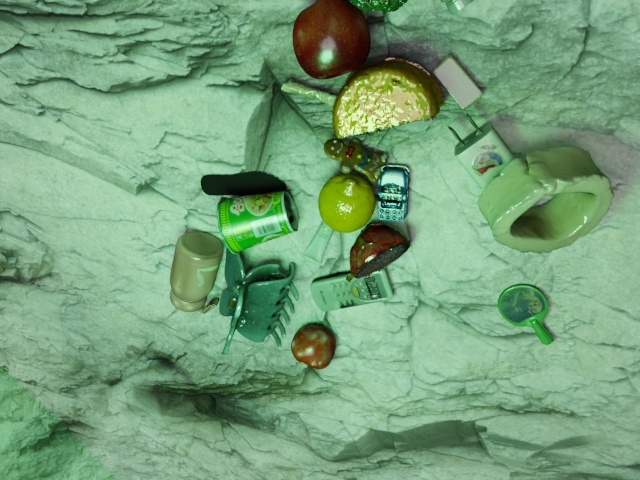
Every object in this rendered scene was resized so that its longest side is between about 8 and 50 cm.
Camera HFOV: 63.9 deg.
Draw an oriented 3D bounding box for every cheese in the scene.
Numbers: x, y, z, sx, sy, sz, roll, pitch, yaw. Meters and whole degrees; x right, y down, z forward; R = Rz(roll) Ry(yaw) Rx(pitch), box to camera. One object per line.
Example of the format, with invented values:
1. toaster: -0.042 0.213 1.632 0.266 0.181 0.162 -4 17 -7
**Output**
1. cheese: 0.633 -0.115 1.465 0.331 0.153 0.293 -3 137 -14

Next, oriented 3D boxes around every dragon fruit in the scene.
1. dragon fruit: 0.171 0.015 1.712 0.224 0.218 0.148 -45 68 39

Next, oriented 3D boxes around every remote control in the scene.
1. remote control: 0.109 0.176 1.869 0.296 0.056 0.140 -13 111 19

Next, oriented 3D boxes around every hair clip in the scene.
1. hair clip: -0.230 0.228 1.861 0.238 0.392 0.319 7 120 -20

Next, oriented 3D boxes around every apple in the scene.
1. apple: 0.029 -0.555 1.423 0.218 0.218 0.202 -18 101 22

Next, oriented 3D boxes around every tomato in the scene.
1. tomato: -0.019 0.406 1.957 0.187 0.187 0.151 44 96 -10

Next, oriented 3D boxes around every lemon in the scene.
1. lemon: 0.084 -0.118 1.657 0.186 0.187 0.244 21 151 3

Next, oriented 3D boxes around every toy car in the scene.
1. toy car: 0.232 -0.143 1.651 0.097 0.100 0.191 6 113 15

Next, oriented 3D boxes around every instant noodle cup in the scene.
1. instant noodle cup: -0.206 -0.076 1.748 0.232 0.207 0.207 -12 113 13

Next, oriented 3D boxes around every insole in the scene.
1. insole: -0.272 -0.192 1.805 0.321 0.007 0.109 2 116 13

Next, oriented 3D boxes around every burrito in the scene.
1. burrito: -0.028 -0.454 1.588 0.185 0.045 0.041 19 84 6

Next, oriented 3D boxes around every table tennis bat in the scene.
1. table tennis bat: 0.722 0.259 1.771 0.160 0.039 0.257 -33 102 28

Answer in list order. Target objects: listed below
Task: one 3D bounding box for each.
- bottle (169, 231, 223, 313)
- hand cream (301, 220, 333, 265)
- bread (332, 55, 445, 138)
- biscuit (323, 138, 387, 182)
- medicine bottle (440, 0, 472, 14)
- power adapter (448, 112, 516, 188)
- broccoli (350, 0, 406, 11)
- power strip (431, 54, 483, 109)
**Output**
1. bottle: -0.461 0.136 1.925 0.206 0.173 0.297 20 119 -3
2. hand cream: 0.000 0.000 1.813 0.078 0.050 0.205 26 124 0
3. bread: 0.173 -0.417 1.471 0.339 0.194 0.179 -7 115 19
4. biscuit: 0.106 -0.263 1.605 0.204 0.138 0.031 24 151 1
5. medicine bottle: 0.345 -0.676 1.363 0.080 0.080 0.130 -30 105 25
6. power adapter: 0.463 -0.277 1.510 0.130 0.125 0.205 -37 104 28
7. broccoli: 0.148 -0.723 1.276 0.297 0.297 0.298 -7 70 19
8. power strip: 0.402 -0.453 1.492 0.076 0.028 0.169 -38 101 27
